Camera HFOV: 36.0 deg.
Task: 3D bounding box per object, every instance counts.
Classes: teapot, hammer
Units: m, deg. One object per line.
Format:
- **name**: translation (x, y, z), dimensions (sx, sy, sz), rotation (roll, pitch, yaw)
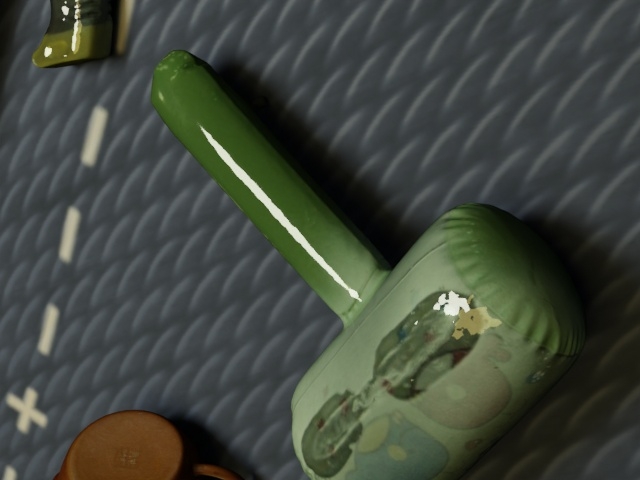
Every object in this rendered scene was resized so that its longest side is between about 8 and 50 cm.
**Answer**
- **teapot**: translation (-0.138, 0.198, 0.759), dimensions (0.173, 0.116, 0.116), rotation (0, 104, 1)
- **hammer**: translation (-0.189, -0.242, 0.709), dimensions (0.158, 0.041, 0.226), rotation (-2, 101, 31)
- **hammer**: translation (0.000, 0.000, 0.634), dimensions (0.335, 0.119, 0.206), rotation (49, 119, 18)
